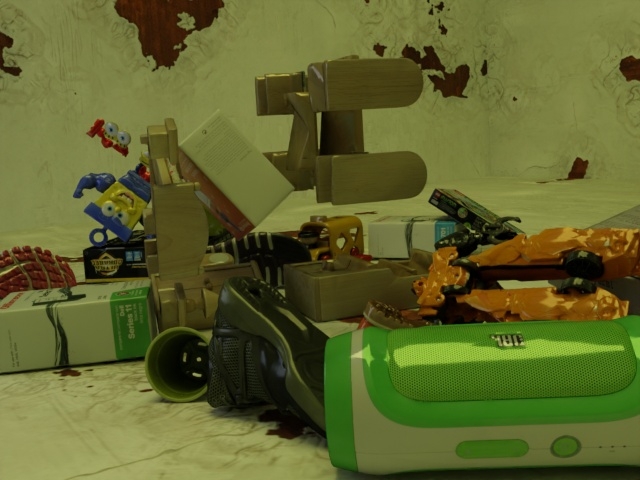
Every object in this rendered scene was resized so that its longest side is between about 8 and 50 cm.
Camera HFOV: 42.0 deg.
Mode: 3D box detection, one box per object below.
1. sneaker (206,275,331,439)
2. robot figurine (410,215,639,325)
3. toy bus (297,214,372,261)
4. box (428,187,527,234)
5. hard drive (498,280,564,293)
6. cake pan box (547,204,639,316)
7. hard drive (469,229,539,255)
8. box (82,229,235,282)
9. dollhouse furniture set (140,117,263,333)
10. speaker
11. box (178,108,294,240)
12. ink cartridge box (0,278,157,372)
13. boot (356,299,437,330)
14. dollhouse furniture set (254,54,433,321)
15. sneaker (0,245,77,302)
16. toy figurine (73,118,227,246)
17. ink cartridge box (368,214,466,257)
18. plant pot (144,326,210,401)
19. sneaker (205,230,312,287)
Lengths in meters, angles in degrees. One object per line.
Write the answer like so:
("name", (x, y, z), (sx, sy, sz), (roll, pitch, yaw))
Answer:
("sneaker", (-0.042, 0.148, 0.856), (0.087, 0.130, 0.227), (-5, 34, -45))
("robot figurine", (0.250, 0.065, 1.049), (0.291, 0.085, 0.211), (-4, 48, 37))
("toy bus", (0.003, -0.002, 1.776), (0.191, 0.104, 0.202), (-5, 8, -7))
("box", (0.336, -0.043, 1.756), (0.207, 0.036, 0.114), (35, 19, 25))
("hard drive", (0.418, 0.077, 1.243), (0.318, 0.040, 0.210), (4, 11, 43))
("cake pan box", (0.473, 0.020, 1.125), (0.245, 0.070, 0.267), (-20, 21, -22))
("hard drive", (0.451, 0.020, 1.417), (0.353, 0.047, 0.233), (4, -1, 32))
("box", (-0.342, 0.025, 1.849), (0.257, 0.079, 0.322), (-1, 8, 7))
("dollhouse furniture set", (-0.171, -0.055, 1.237), (0.174, 0.355, 0.303), (-6, 30, -15))
("speaker", (0.155, 0.129, 0.697), (0.296, 0.131, 0.131), (-3, 8, 5))
("box", (-0.143, -0.099, 1.310), (0.091, 0.170, 0.130), (-45, 5, -20))
("ink cartridge box", (-0.338, 0.115, 1.160), (0.208, 0.087, 0.153), (-6, 8, -9))
("boot", (0.105, 0.132, 0.942), (0.158, 0.085, 0.059), (23, 11, -17))
("dollhouse furniture set", (0.075, -0.092, 1.338), (0.256, 0.394, 0.362), (-6, 8, -20))
("sneaker", (-0.570, 0.082, 1.441), (0.299, 0.121, 0.112), (0, -26, -36))
("toy figurine", (-0.389, -0.057, 1.758), (0.362, 0.217, 0.191), (38, -16, -9))
("ink cartridge box", (0.212, -0.008, 1.809), (0.190, 0.082, 0.139), (2, 9, 19))
("plant pot", (-0.150, 0.140, 0.966), (0.083, 0.083, 0.079), (-3, -3, 8))
("sneaker", (-0.151, 0.034, 1.611), (0.281, 0.106, 0.162), (-4, 5, 6))
